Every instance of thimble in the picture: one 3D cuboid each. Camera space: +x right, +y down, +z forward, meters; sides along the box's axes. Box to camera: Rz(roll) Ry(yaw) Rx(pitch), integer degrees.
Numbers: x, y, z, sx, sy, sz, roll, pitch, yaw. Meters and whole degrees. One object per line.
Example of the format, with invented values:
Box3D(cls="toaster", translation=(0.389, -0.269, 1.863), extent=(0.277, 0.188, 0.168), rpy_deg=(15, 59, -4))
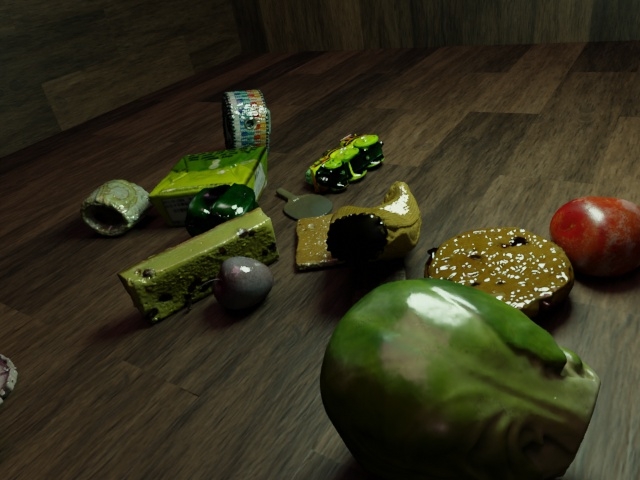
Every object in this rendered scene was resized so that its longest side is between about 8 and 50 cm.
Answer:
Box3D(cls="thimble", translation=(-0.616, -0.099, 1.540), extent=(0.191, 0.137, 0.143), rpy_deg=(12, 34, 8))

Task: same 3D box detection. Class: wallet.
Box3D(cls="wallet", translation=(0.124, 0.114, 1.052), extent=(0.124, 0.042, 0.230), rpy_deg=(-6, 26, 9))

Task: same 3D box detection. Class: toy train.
Box3D(cls="toy train", translation=(0.075, -0.247, 1.598), extent=(0.161, 0.100, 0.296), rpy_deg=(13, 39, 45))

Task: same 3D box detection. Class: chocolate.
Box3D(cls="chocolate", translation=(-0.326, -0.167, 1.557), extent=(0.301, 0.137, 0.288), rpy_deg=(-5, 32, 12))

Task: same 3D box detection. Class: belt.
Box3D(cls="belt", translation=(-0.250, -0.384, 1.770), extent=(0.161, 0.295, 0.206), rpy_deg=(-12, 48, -16))

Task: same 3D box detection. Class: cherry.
Box3D(cls="cherry", translation=(-0.186, 0.109, 1.131), extent=(0.115, 0.188, 0.148), rpy_deg=(45, 41, 9))

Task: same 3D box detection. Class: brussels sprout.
Box3D(cls="brussels sprout", translation=(0.181, 0.198, 0.681), extent=(0.355, 0.289, 0.281), rpy_deg=(13, 51, 14))

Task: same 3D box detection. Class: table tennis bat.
Box3D(cls="table tennis bat", translation=(-0.059, -0.112, 1.498), extent=(0.131, 0.022, 0.234), rpy_deg=(-29, 38, -25))

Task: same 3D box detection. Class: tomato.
Box3D(cls="tomato", translation=(0.572, -0.016, 1.029), extent=(0.187, 0.151, 0.187), rpy_deg=(-8, 26, 4))

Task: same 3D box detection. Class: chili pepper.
Box3D(cls="chili pepper", translation=(-0.264, -0.037, 1.298), extent=(0.174, 0.165, 0.261), rpy_deg=(9, 50, 15))

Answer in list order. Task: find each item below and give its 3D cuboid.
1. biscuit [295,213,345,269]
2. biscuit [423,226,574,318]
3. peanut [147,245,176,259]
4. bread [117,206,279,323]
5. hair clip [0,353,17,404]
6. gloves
Box3D(cls="biscuit", translation=(0.000, 0.000, 1.292), extent=(0.131, 0.025, 0.231), rpy_deg=(-7, 31, 4))
Box3D(cls="biscuit", translation=(0.356, 0.069, 1.025), extent=(0.296, 0.075, 0.296), rpy_deg=(-12, 32, 8))
Box3D(cls="peanut", translation=(-0.405, 0.050, 1.317), extent=(0.113, 0.053, 0.054), rpy_deg=(-23, 34, -19))
Box3D(cls="bread", translation=(-0.269, 0.058, 1.175), extent=(0.361, 0.138, 0.077), rpy_deg=(-28, 43, -24))
Box3D(cls="hair clip", translation=(-0.656, 0.312, 0.953), extent=(0.173, 0.069, 0.300), rpy_deg=(-30, 26, -30))
Box3D(cls="gloves", translation=(0.128, -0.029, 1.145), extent=(0.203, 0.155, 0.356), rpy_deg=(-13, 13, 26))
